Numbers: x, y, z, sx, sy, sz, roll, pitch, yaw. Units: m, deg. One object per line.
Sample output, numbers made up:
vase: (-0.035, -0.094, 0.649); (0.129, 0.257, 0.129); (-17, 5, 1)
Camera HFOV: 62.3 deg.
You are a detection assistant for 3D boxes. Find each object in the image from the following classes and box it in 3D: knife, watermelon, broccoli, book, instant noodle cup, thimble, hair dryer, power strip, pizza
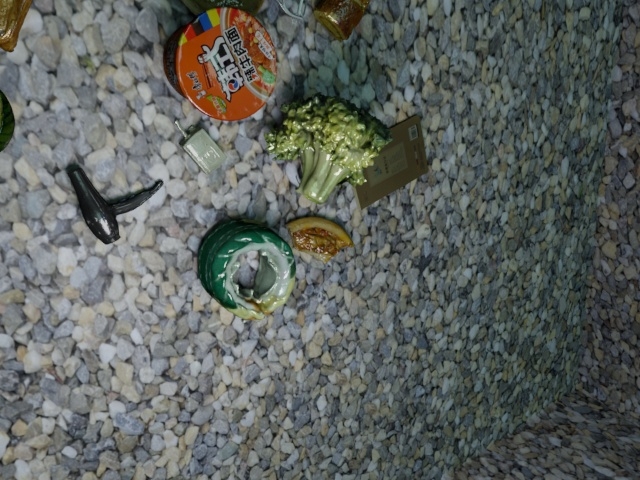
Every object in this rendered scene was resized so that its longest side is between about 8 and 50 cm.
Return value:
knife: (-0.152, -0.621, 1.307); (0.278, 0.053, 0.123); (-4, 116, -37)
watermelon: (-0.703, -0.235, 1.121); (0.092, 0.075, 0.181); (29, 92, -34)
broccoli: (0.037, -0.232, 1.444); (0.293, 0.348, 0.280); (33, 82, -44)
book: (0.227, -0.262, 1.764); (0.310, 0.021, 0.216); (-29, 122, -22)
instant noodle cup: (-0.255, -0.425, 1.275); (0.251, 0.192, 0.250); (-13, 115, -30)
thimble: (-0.209, 0.086, 1.513); (0.254, 0.167, 0.288); (-17, 115, -27)
hair dryer: (-0.495, -0.116, 1.326); (0.219, 0.075, 0.195); (-33, 114, -32)
power strip: (-0.322, -0.250, 1.390); (0.075, 0.042, 0.175); (-46, 126, -9)
pizza: (-0.001, -0.007, 1.686); (0.271, 0.056, 0.134); (29, 82, -36)

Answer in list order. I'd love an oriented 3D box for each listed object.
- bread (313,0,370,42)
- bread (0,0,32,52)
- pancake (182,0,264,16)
bread: (0.074, -0.658, 1.463); (0.132, 0.103, 0.172); (35, 89, -34)
bread: (-0.648, -0.469, 1.031); (0.149, 0.143, 0.158); (29, 90, -31)
pancake: (-0.243, -0.668, 1.285); (0.283, 0.049, 0.282); (-15, 116, -32)
